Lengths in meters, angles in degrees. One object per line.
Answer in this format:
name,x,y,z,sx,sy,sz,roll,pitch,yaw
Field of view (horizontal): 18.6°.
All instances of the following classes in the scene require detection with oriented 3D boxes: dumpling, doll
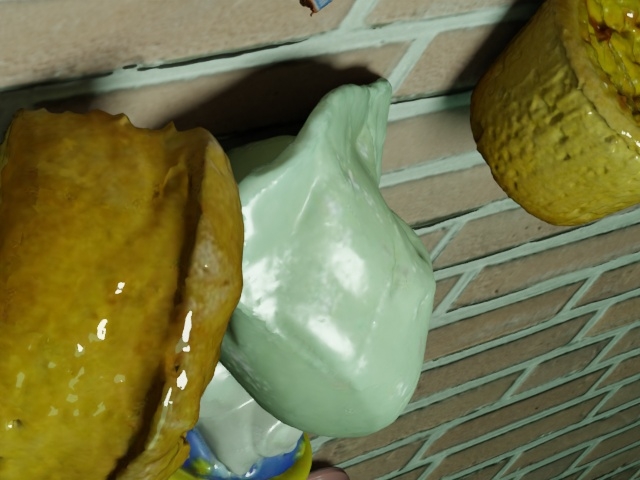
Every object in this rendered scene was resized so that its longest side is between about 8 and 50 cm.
dumpling,-0.021,0.017,1.467,0.212,0.270,0.320,-4,174,-17
doll,-0.094,0.148,1.660,0.311,0.159,0.242,-6,146,-47

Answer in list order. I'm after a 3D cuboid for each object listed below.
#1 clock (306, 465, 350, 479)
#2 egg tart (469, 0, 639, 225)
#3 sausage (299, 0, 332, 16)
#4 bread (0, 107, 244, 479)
clock,-0.068,0.341,2.261,0.244,0.056,0.244,-32,157,-15
egg tart,0.214,-0.109,1.576,0.147,0.202,0.203,-33,165,37
sausage,0.083,-0.246,1.209,0.274,0.074,0.074,-36,159,-1
bread,-0.173,0.080,1.257,0.194,0.179,0.340,21,135,-18
